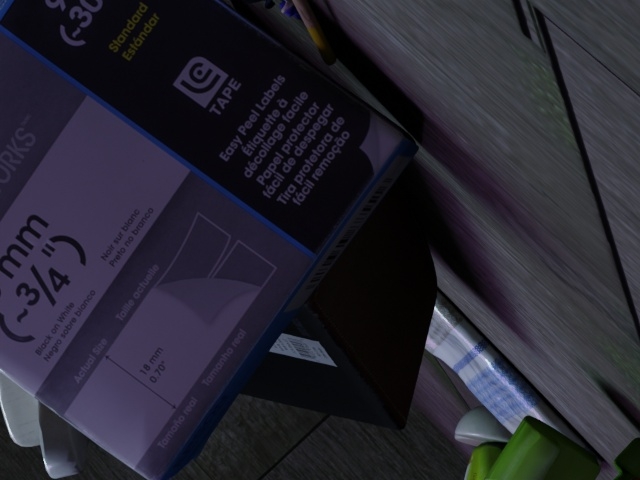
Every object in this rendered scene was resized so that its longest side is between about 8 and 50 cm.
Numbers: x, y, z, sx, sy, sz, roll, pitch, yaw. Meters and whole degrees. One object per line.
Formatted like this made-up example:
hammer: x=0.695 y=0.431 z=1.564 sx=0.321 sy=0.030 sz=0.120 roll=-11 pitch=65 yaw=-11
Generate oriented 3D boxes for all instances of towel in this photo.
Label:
towel: x=0.139 y=0.113 z=1.698 sx=0.285 sy=0.034 sz=0.209 roll=46 pitch=175 yaw=6

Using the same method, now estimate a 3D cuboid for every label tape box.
label tape box: x=-0.149 y=-0.056 z=1.080 sx=0.334 sy=0.240 sz=0.106 roll=36 pitch=-174 yaw=6

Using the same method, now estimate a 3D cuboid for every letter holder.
letter holder: x=-0.012 y=-0.020 z=1.327 sx=0.152 sy=0.214 sz=0.302 roll=11 pitch=163 yaw=18

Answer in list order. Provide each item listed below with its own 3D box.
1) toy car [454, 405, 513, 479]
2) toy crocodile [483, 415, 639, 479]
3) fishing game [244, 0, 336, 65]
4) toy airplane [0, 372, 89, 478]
toy car: x=0.196 y=0.259 z=1.940 sx=0.136 sy=0.159 sz=0.182 roll=11 pitch=171 yaw=5
toy crocodile: x=0.247 y=0.244 z=1.257 sx=0.340 sy=0.115 sz=0.105 roll=47 pitch=175 yaw=-1
fishing game: x=-0.093 y=-0.194 z=1.035 sx=0.264 sy=0.041 sz=0.189 roll=46 pitch=174 yaw=21
toy airplane: x=-0.193 y=-0.028 z=1.383 sx=0.386 sy=0.272 sz=0.384 roll=60 pitch=-174 yaw=30
